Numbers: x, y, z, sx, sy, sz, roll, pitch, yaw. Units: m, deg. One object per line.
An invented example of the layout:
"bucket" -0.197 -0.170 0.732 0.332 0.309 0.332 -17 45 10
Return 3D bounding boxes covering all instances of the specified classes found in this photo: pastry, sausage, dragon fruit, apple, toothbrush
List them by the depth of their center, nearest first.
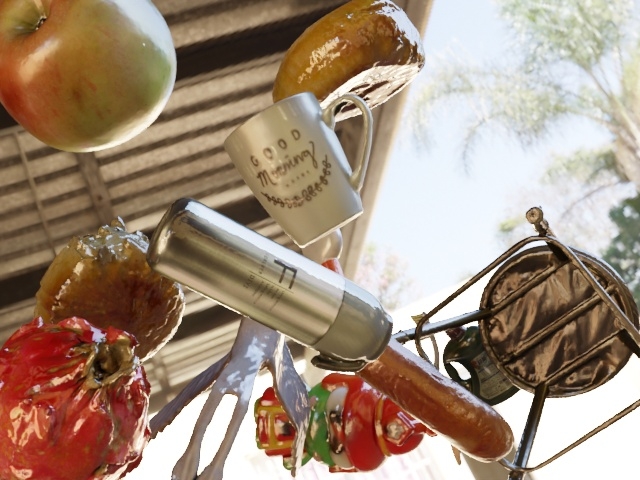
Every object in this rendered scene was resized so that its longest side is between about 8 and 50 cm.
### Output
"dragon fruit" -0.280 0.184 0.877 0.210 0.205 0.268 -19 -16 -49
"sausage" 0.151 0.217 1.132 0.076 0.302 0.103 -54 3 -1
"apple" -0.408 -0.312 1.359 0.319 0.319 0.277 -26 -32 -3
"pastry" -0.412 0.131 1.605 0.329 0.136 0.330 -17 -58 -28
"toothbrush" 0.243 0.305 1.610 0.037 0.375 0.028 -14 22 9
"pastry" 0.054 -0.356 1.635 0.356 0.164 0.356 -24 -6 -3

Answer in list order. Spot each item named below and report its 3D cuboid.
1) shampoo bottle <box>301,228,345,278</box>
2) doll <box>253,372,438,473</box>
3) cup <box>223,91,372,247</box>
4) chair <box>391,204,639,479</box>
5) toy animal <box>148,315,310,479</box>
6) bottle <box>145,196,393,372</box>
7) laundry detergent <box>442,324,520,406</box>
"shampoo bottle" 0.000 0.000 1.655 0.051 0.221 0.108 7 -38 -41
"doll" 0.052 0.331 1.455 0.363 0.183 0.160 -5 -5 30
"cup" -0.006 -0.137 1.417 0.258 0.234 0.186 -33 -2 15
"chair" 0.383 0.180 1.398 0.364 0.362 0.410 -42 -12 21
"toy animal" -0.104 0.152 1.000 0.225 0.302 0.284 15 -13 2
"bottle" -0.049 0.051 0.791 0.096 0.253 0.079 -63 17 -1
"laundry detergent" 0.326 0.253 1.712 0.144 0.221 0.078 -40 16 28
